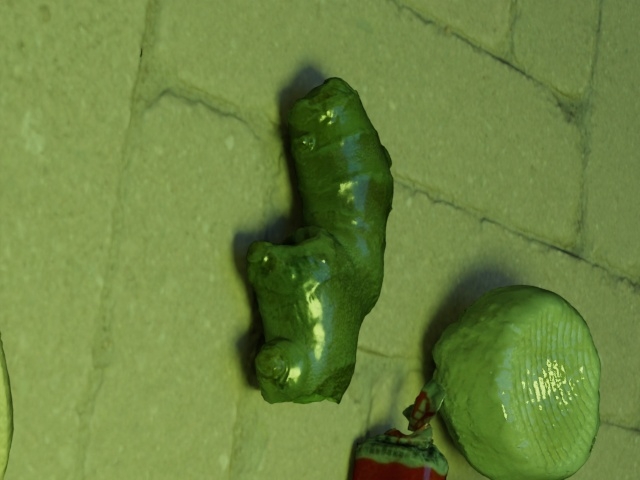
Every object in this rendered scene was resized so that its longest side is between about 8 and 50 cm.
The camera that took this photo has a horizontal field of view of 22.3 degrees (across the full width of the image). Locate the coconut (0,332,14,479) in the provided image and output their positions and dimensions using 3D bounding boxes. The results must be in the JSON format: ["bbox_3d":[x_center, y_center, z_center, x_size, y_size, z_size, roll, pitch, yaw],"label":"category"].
[{"bbox_3d":[-0.319,0.098,0.791,0.360,0.346,0.346,7,82,-43],"label":"coconut"}]

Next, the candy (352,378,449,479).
[{"bbox_3d":[0.062,0.261,1.432,0.059,0.086,0.292,32,64,-53],"label":"candy"}]

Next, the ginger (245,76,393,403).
[{"bbox_3d":[0.001,0.005,1.377,0.137,0.089,0.290,27,69,-26],"label":"ginger"}]

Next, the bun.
[{"bbox_3d":[0.184,0.142,1.559,0.195,0.118,0.195,10,76,-44],"label":"bun"}]
